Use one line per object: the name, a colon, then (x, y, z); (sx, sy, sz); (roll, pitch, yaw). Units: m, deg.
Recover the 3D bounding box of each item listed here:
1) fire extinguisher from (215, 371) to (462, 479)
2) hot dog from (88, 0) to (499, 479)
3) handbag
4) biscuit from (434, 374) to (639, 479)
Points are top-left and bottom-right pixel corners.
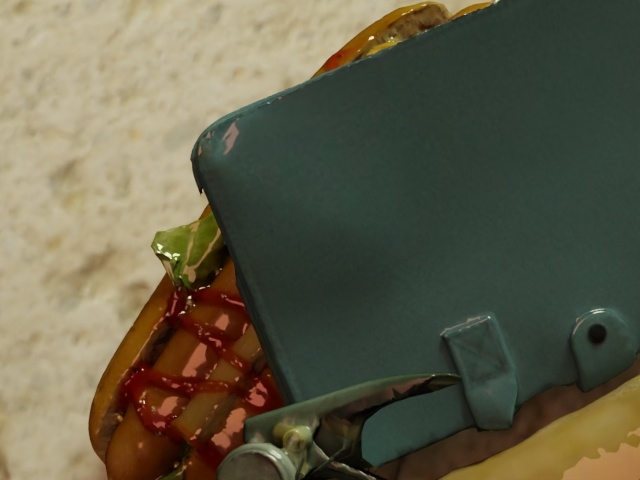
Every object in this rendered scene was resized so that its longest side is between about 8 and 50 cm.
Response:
fire extinguisher: (-0.027, 0.189, 0.501); (0.114, 0.095, 0.311); (7, 88, 22)
hot dog: (0.000, 0.000, 0.611); (0.104, 0.076, 0.250); (38, 88, 26)
handbag: (0.076, -0.015, 0.559); (0.221, 0.057, 0.144); (-23, 95, -6)
biscuit: (0.159, 0.145, 0.514); (0.290, 0.062, 0.237); (-31, 66, 6)
